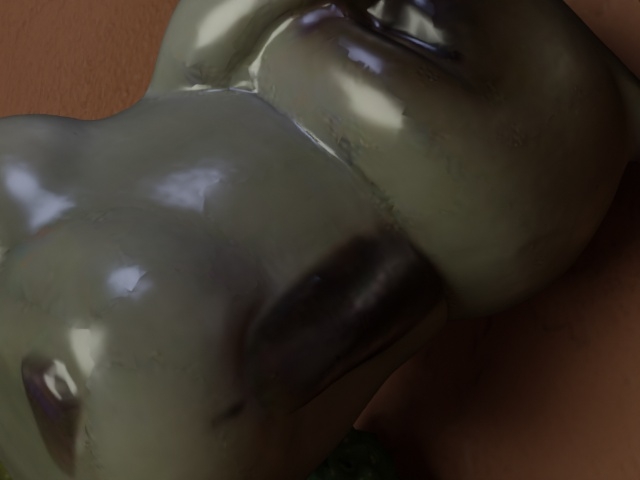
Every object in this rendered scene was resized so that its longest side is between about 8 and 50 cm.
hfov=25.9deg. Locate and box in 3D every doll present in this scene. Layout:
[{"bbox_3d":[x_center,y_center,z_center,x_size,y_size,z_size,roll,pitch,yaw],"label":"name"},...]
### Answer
[{"bbox_3d":[-0.021,-0.007,0.642,0.370,0.226,0.215,-44,44,-13],"label":"doll"}]

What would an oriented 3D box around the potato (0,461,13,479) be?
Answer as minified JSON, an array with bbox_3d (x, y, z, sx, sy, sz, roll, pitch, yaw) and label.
[{"bbox_3d":[-0.246,0.188,0.976,0.197,0.148,0.228,55,140,-5],"label":"potato"}]

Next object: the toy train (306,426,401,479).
[{"bbox_3d":[-0.069,0.241,0.793,0.129,0.159,0.326,51,120,38],"label":"toy train"}]
